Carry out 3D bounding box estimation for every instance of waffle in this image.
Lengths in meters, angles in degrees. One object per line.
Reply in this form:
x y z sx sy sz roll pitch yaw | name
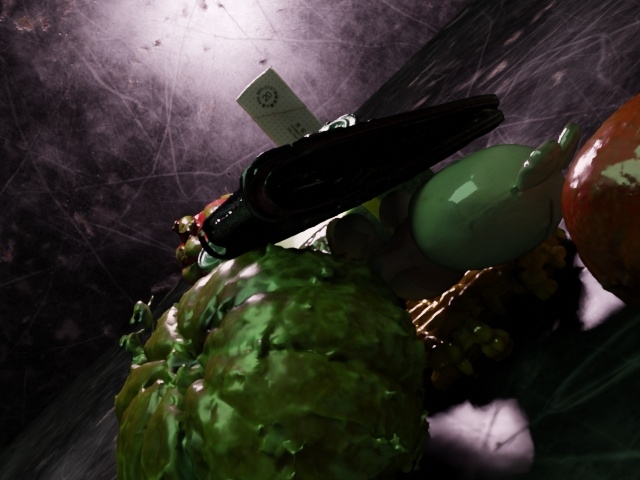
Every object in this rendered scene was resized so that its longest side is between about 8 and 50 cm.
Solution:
0.148 0.059 0.779 0.229 0.051 0.231 -40 12 37 | waffle

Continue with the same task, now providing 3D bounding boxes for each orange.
-0.035 0.141 0.672 0.301 0.223 0.300 -36 41 29 | orange

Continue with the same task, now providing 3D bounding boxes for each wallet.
0.022 -0.055 0.743 0.262 0.071 0.221 -23 -5 -21 | wallet

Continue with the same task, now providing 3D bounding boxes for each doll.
0.131 -0.014 0.695 0.155 0.113 0.275 -24 0 -36 | doll

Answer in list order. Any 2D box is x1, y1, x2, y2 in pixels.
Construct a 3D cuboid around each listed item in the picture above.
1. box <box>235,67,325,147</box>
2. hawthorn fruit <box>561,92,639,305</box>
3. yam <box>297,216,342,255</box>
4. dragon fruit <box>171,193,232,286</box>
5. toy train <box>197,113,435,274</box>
-0.019 -0.182 1.482 0.095 0.330 0.210 -44 11 5 | box
0.283 -0.073 0.511 0.285 0.165 0.165 -48 12 -14 | hawthorn fruit
-0.031 0.113 0.935 0.268 0.161 0.161 -41 12 13 | yam
-0.154 0.024 1.468 0.237 0.231 0.303 -37 26 -25 | dragon fruit
0.000 0.000 1.136 0.442 0.179 0.272 -44 27 2 | toy train
